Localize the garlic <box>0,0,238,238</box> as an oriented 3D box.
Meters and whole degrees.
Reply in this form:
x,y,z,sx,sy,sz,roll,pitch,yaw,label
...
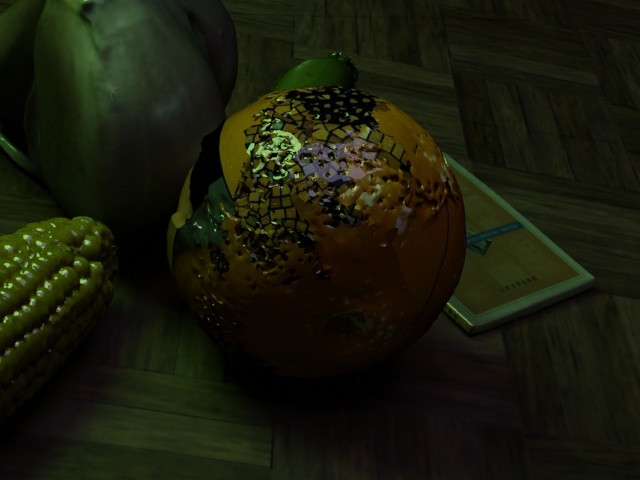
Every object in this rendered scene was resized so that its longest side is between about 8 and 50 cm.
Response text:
x,y,z,sx,sy,sz,roll,pitch,yaw,label
-0.207,-0.111,0.965,0.246,0.340,0.231,25,62,-40,garlic

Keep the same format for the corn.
x,y,z,sx,sy,sz,roll,pitch,yaw,label
-0.247,0.076,0.765,0.119,0.119,0.322,24,32,13,corn

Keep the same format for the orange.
x,y,z,sx,sy,sz,roll,pitch,yaw,label
0.000,0.000,0.850,0.234,0.234,0.182,1,38,-18,orange

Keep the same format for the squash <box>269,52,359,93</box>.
x,y,z,sx,sy,sz,roll,pitch,yaw,label
-0.016,-0.124,1.140,0.087,0.087,0.331,19,35,6,squash

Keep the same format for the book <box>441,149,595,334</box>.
x,y,z,sx,sy,sz,roll,pitch,yaw,label
0.126,-0.009,1.089,0.170,0.018,0.242,-17,46,-35,book
